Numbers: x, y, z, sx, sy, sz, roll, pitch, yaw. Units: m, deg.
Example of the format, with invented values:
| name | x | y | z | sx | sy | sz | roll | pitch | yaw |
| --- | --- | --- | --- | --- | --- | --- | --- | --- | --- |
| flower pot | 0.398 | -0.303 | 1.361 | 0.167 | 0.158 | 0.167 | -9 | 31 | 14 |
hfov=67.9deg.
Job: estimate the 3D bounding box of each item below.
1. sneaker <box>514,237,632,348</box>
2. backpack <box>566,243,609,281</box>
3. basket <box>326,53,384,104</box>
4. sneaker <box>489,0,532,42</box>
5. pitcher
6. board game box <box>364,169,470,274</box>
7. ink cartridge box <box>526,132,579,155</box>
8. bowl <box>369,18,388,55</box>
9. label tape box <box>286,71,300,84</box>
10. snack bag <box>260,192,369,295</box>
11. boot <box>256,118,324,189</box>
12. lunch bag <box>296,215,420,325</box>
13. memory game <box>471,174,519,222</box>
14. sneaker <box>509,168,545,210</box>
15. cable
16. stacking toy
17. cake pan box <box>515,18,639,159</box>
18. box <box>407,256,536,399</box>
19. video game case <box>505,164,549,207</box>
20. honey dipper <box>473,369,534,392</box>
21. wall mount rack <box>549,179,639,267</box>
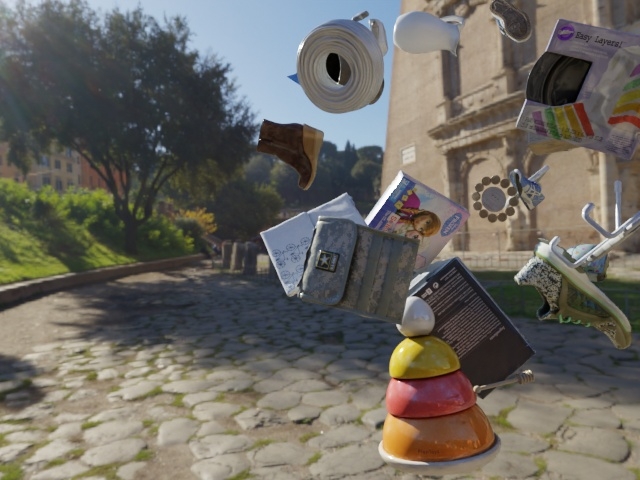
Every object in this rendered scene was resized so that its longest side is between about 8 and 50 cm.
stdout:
| name | x | y | z | sx | sy | sz | roll | pitch | yaw |
| --- | --- | --- | --- | --- | --- | --- | --- | --- | --- |
| sneaker | 0.725 | 0.185 | 1.396 | 0.182 | 0.410 | 0.158 | -44 | 4 | 11 |
| backpack | 1.265 | 0.103 | 2.286 | 0.188 | 0.165 | 0.144 | 0 | -39 | 43 |
| basket | 0.118 | -0.607 | 1.809 | 0.227 | 0.204 | 0.154 | 7 | -31 | -34 |
| sneaker | 0.831 | -0.909 | 2.026 | 0.099 | 0.282 | 0.153 | -35 | -38 | 24 |
| pitcher | 0.354 | -0.678 | 1.533 | 0.207 | 0.177 | 0.125 | 14 | -36 | 15 |
| board game box | 0.351 | -0.060 | 1.837 | 0.318 | 0.318 | 0.066 | 26 | 26 | -15 |
| ink cartridge box | 0.753 | -0.377 | 1.426 | 0.088 | 0.193 | 0.235 | 21 | -18 | -40 |
| bowl | 0.252 | -0.864 | 2.030 | 0.053 | 0.141 | 0.142 | -8 | -3 | 16 |
| label tape box | 0.050 | -0.766 | 2.166 | 0.241 | 0.105 | 0.334 | 37 | 43 | 19 |
| snack bag | 0.000 | 0.000 | 1.539 | 0.343 | 0.037 | 0.323 | -25 | 44 | -3 |
| boot | -0.111 | -0.286 | 1.585 | 0.207 | 0.248 | 0.090 | 7 | 42 | -10 |
| lunch bag | 0.094 | 0.077 | 1.274 | 0.287 | 0.235 | 0.169 | 15 | -6 | 0 |
| memory game | 0.661 | -0.157 | 1.804 | 0.186 | 0.186 | 0.012 | -2 | 12 | 45 |
| sneaker | 0.796 | -0.207 | 1.833 | 0.081 | 0.080 | 0.211 | -32 | -50 | 19 |
| cable | 0.055 | -0.487 | 1.349 | 0.257 | 0.257 | 0.089 | -3 | 28 | 31 |
| stacking toy | 0.322 | 0.405 | 1.414 | 0.351 | 0.479 | 0.350 | -7 | -6 | -1 |
| cake pan box | 0.597 | -0.334 | 1.049 | 0.267 | 0.245 | 0.070 | 22 | 23 | 15 |
| box | 0.557 | 0.351 | 2.015 | 0.297 | 0.471 | 0.480 | -40 | -5 | -5 |
| video game case | 0.863 | -0.222 | 1.999 | 0.173 | 0.022 | 0.190 | -37 | -16 | -3 |
| honey dipper | 0.466 | 0.365 | 1.213 | 0.161 | 0.030 | 0.030 | -12 | 2 | -9 |
| wall mount rack | 0.744 | -0.079 | 1.190 | 0.304 | 0.130 | 0.350 | -36 | -21 | -11 |
